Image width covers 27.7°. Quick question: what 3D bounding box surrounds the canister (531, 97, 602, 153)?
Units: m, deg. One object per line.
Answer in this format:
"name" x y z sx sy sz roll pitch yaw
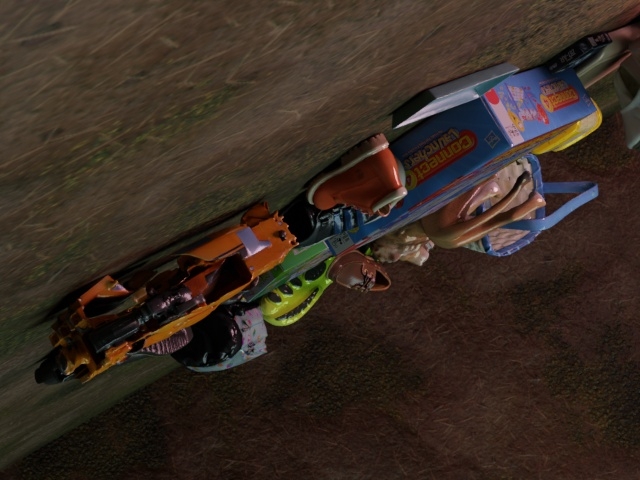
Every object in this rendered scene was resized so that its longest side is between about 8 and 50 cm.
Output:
"canister" 0.465 -0.222 2.509 0.126 0.073 0.170 -32 174 26

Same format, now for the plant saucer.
"plant saucer" 0.148 -0.163 1.432 0.067 0.018 0.192 -34 175 39

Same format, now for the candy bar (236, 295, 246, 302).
"candy bar" -0.127 0.104 2.666 0.040 0.018 0.161 -33 174 38

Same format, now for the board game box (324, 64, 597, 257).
"board game box" 0.178 -0.114 1.738 0.302 0.086 0.308 -33 175 35

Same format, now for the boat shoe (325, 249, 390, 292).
"boat shoe" 0.070 0.057 2.249 0.064 0.060 0.178 -57 154 12

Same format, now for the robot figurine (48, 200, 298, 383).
"robot figurine" -0.174 0.062 1.431 0.291 0.085 0.211 -28 175 -34

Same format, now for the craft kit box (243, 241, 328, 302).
"craft kit box" 0.000 0.000 2.094 0.250 0.061 0.246 -29 173 -20

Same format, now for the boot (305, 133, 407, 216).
"boot" 0.041 -0.056 1.519 0.059 0.084 0.158 -29 177 -35

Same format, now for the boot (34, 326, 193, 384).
"boot" -0.289 0.146 1.799 0.198 0.076 0.137 -6 164 -46

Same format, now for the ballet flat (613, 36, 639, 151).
"ballet flat" 0.479 -0.226 1.816 0.139 0.139 0.400 -30 174 0

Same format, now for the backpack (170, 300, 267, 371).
"backpack" -0.166 0.160 2.189 0.152 0.115 0.182 -6 -179 22

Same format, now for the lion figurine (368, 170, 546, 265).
"lion figurine" 0.208 -0.047 2.170 0.240 0.142 0.392 -33 -177 -6

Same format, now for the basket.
"basket" 0.406 -0.075 2.730 0.289 0.201 0.255 7 -158 38

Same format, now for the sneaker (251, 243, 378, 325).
"sneaker" -0.011 0.041 2.338 0.295 0.109 0.123 -33 -154 -26

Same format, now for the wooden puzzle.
"wooden puzzle" 0.382 -0.246 1.905 0.221 0.044 0.239 -25 168 -47

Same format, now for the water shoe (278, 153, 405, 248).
"water shoe" 0.019 -0.039 1.620 0.203 0.073 0.080 -33 172 32

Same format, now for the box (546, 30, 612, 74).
"box" 0.344 -0.250 1.723 0.067 0.018 0.083 -33 175 33
